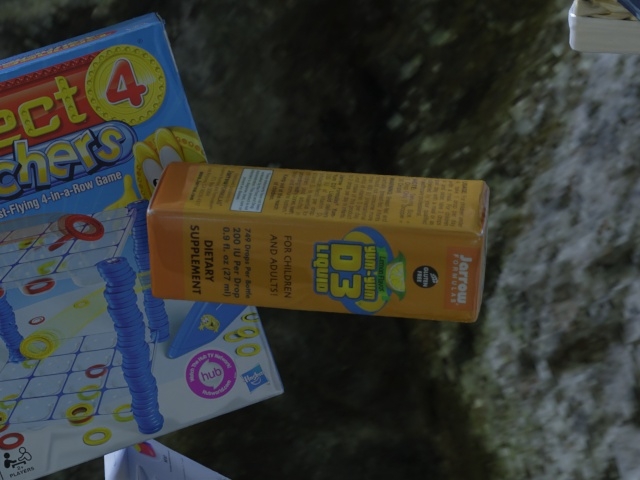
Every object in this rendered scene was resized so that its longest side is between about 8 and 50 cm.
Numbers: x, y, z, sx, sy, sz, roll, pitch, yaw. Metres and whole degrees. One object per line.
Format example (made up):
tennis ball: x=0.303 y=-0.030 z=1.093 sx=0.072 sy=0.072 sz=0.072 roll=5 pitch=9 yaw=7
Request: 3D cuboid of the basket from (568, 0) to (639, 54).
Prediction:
basket: x=0.233 y=-0.177 z=0.941 sx=0.167 sy=0.103 sz=0.113 roll=4 pitch=-142 yaw=18

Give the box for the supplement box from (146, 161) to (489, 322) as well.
supplement box: x=0.000 y=0.000 z=1.129 sx=0.233 sy=0.078 sz=0.080 roll=3 pitch=-150 yaw=5

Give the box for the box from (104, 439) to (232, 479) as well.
box: x=-0.083 y=0.235 z=1.280 sx=0.186 sy=0.145 sz=0.038 roll=31 pitch=-74 yaw=-21

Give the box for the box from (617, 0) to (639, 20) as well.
box: x=0.246 y=-0.273 z=0.556 sx=0.297 sy=0.480 sz=0.472 roll=-37 pitch=-114 yaw=-14

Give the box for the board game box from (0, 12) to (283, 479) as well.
board game box: x=-0.219 y=0.018 z=1.221 sx=0.308 sy=0.086 sz=0.302 roll=-19 pitch=-75 yaw=-4
